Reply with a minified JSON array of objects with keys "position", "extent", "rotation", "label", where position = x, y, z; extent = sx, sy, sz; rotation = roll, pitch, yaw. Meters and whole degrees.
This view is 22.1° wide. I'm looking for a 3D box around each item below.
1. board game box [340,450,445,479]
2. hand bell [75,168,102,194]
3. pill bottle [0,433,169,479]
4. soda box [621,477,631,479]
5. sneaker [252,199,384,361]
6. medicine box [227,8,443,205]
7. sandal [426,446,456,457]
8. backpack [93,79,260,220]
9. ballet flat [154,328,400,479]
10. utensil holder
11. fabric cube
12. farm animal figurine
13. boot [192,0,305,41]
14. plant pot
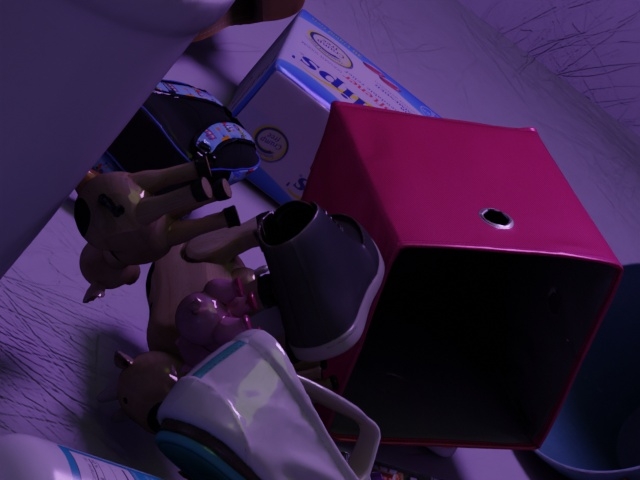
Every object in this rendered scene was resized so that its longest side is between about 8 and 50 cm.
[{"position":[0.102,0.286,1.507],"extent":[0.260,0.030,0.136],"rotation":[21,63,-41],"label":"board game box"},{"position":[-0.264,-0.085,1.641],"extent":[0.242,0.126,0.126],"rotation":[47,18,-22],"label":"hand bell"},{"position":[-0.167,0.218,1.105],"extent":[0.264,0.146,0.146],"rotation":[25,26,-35],"label":"pill bottle"},{"position":[0.417,0.364,1.886],"extent":[0.263,0.092,0.083],"rotation":[25,28,-35],"label":"soda box"},{"position":[0.000,0.000,1.413],"extent":[0.222,0.083,0.118],"rotation":[-85,158,-65],"label":"sneaker"},{"position":[0.019,-0.134,2.113],"extent":[0.263,0.149,0.289],"rotation":[37,20,-9],"label":"medicine box"},{"position":[0.154,0.158,1.867],"extent":[0.102,0.076,0.265],"rotation":[38,21,-9],"label":"sandal"},{"position":[-0.157,-0.103,1.794],"extent":[0.158,0.117,0.173],"rotation":[47,22,17],"label":"backpack"},{"position":[0.027,0.216,1.285],"extent":[0.400,0.139,0.139],"rotation":[51,13,-33],"label":"ballet flat"},{"position":[-0.304,-0.150,1.264],"extent":[0.328,0.385,0.327],"rotation":[35,21,-16],"label":"utensil holder"},{"position":[0.121,0.037,1.711],"extent":[0.254,0.259,0.258],"rotation":[6,35,-21],"label":"fabric cube"},{"position":[-0.116,0.073,1.408],"extent":[0.327,0.172,0.330],"rotation":[-77,149,-73],"label":"farm animal figurine"},{"position":[-0.176,-0.338,2.228],"extent":[0.284,0.109,0.220],"rotation":[-11,15,-16],"label":"boot"},{"position":[0.395,0.199,1.975],"extent":[0.195,0.290,0.290],"rotation":[52,9,-42],"label":"plant pot"}]
